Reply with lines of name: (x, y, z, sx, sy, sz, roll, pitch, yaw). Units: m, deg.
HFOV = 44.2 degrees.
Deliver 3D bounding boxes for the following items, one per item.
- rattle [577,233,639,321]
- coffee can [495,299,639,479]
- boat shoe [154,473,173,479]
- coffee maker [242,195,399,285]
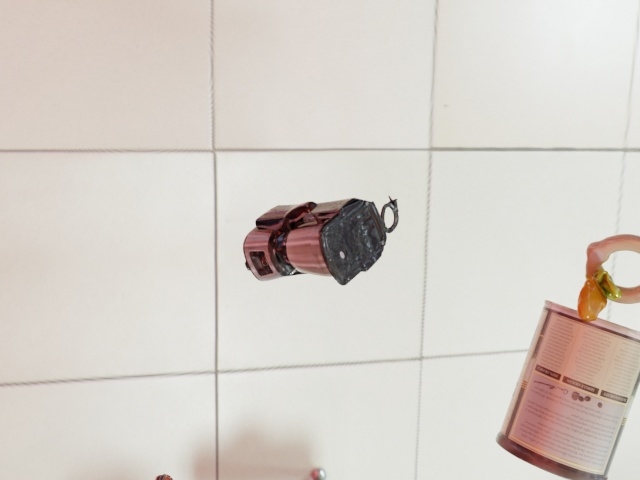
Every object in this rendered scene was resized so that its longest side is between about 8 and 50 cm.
rattle: (0.512, 0.061, 1.225, 0.200, 0.143, 0.130, 5, 103, 24)
coffee can: (0.455, 0.268, 1.411, 0.201, 0.201, 0.275, 19, 92, -16)
boat shoe: (-0.217, 0.428, 1.249, 0.043, 0.049, 0.137, -26, 95, 25)
coffee maker: (0.000, 0.000, 1.174, 0.171, 0.178, 0.120, -8, 94, -45)
